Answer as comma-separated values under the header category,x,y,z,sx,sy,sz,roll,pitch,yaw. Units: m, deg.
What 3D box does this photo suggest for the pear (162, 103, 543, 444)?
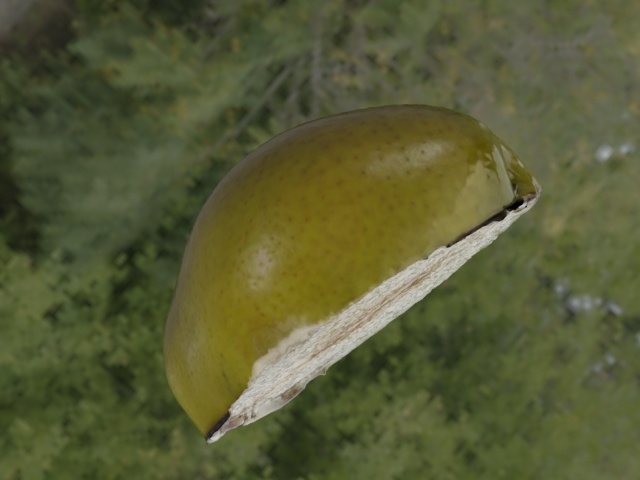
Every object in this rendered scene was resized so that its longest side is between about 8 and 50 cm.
category,x,y,z,sx,sy,sz,roll,pitch,yaw
pear,0.000,0.000,1.569,0.386,0.191,0.340,-37,171,17
